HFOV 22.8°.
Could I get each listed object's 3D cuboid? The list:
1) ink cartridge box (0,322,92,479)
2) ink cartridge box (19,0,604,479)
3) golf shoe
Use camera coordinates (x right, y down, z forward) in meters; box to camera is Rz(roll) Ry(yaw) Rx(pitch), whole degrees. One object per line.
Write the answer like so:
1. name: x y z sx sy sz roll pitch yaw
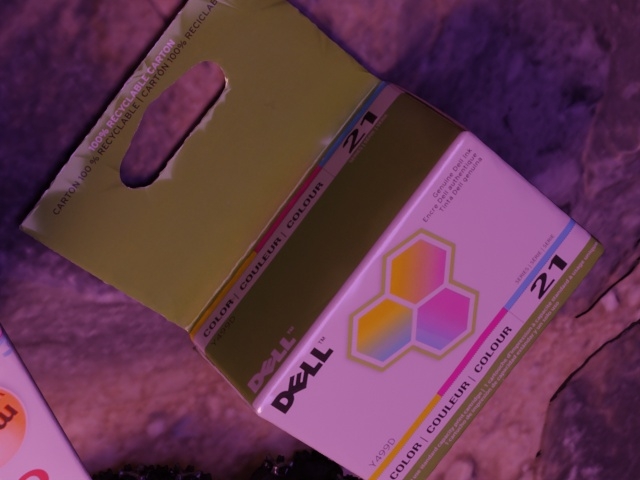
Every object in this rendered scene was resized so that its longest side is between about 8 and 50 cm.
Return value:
1. ink cartridge box: -0.240 0.036 0.685 0.171 0.168 0.232 -33 126 -13
2. ink cartridge box: 0.000 0.000 0.849 0.255 0.097 0.189 36 93 -37
3. golf shoe: -0.064 0.178 0.912 0.198 0.077 0.094 2 112 -29
